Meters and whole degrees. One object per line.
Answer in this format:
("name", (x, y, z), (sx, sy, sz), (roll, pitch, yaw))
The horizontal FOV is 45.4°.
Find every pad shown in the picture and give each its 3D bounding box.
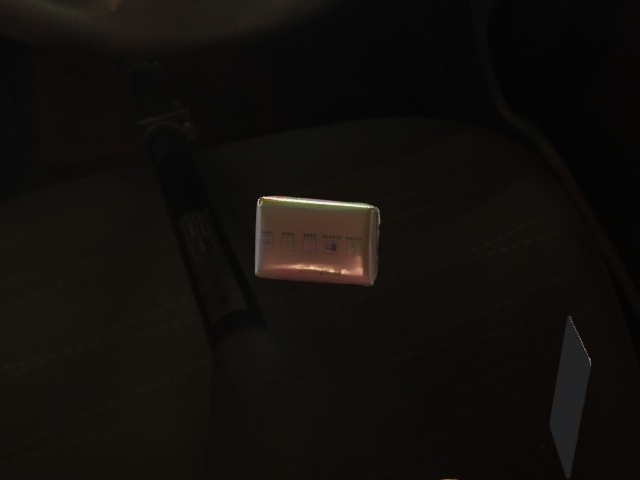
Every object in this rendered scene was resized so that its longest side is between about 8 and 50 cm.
("pad", (0.282, 0.178, 0.870), (0.003, 0.157, 0.112), (4, 23, 4))

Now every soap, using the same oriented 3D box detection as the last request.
("soap", (0.000, 0.000, 1.292), (0.199, 0.182, 0.139), (5, 93, 7))

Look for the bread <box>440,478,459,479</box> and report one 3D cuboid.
("bread", (0.200, 0.588, 1.194), (0.329, 0.424, 0.245), (-35, 105, 15))
